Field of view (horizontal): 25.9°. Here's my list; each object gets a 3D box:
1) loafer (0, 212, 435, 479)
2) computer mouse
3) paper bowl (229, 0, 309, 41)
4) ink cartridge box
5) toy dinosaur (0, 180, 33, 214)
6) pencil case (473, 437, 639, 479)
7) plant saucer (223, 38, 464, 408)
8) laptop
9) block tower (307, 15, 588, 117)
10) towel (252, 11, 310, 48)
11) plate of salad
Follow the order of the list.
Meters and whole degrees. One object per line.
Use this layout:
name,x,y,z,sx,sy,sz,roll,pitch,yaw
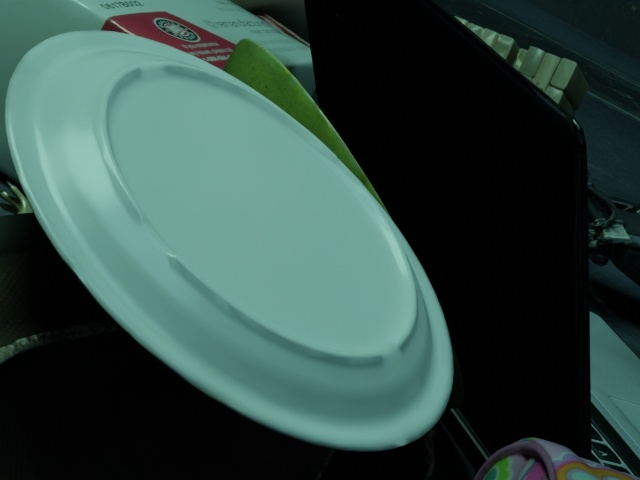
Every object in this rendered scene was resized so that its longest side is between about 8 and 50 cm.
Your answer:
loafer,-0.054,0.074,0.541,0.130,0.134,0.366,36,20,25
computer mouse,0.308,0.013,1.213,0.272,0.072,0.188,36,16,-20
paper bowl,-0.075,-0.256,1.247,0.284,0.284,0.148,1,76,-53
ink cartridge box,-0.180,-0.138,0.944,0.306,0.131,0.226,33,20,12
toy dinosaur,-0.183,0.011,0.692,0.183,0.053,0.092,22,33,8
pencil case,0.187,0.190,0.606,0.284,0.124,0.124,25,19,-11
plant saucer,0.000,0.000,0.790,0.241,0.037,0.241,58,-9,14
laptop,0.161,0.014,0.842,0.408,0.236,0.382,17,22,-29
block tower,0.100,-0.193,1.437,0.335,0.091,0.097,25,-1,20
towel,0.095,-0.084,1.238,0.237,0.037,0.329,40,9,36
plate of salad,-0.033,0.000,0.515,0.200,0.048,0.200,32,30,-21
